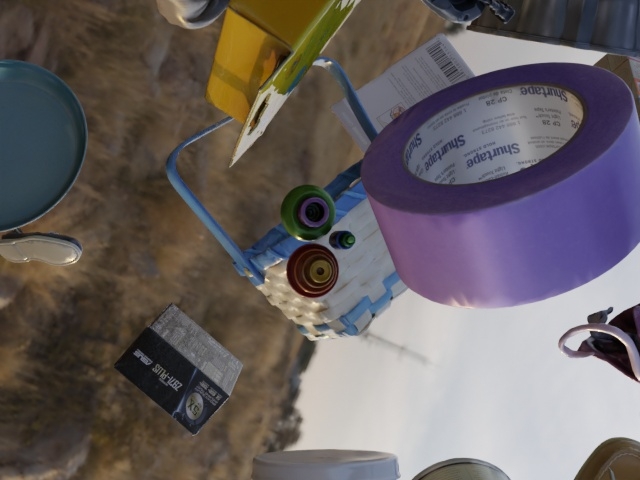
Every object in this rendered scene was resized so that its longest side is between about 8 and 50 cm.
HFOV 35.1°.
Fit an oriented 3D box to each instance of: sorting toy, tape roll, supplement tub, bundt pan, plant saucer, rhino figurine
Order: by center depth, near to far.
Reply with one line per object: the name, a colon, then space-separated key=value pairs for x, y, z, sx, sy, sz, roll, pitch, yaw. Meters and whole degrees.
tape roll: x=0.128 y=-0.043 z=0.698 sx=0.189 sy=0.189 sz=0.080 roll=-67 pitch=141 yaw=-49
sorting toy: x=0.000 y=0.000 z=0.889 sx=0.042 sy=0.061 sz=0.102 roll=175 pitch=-89 yaw=-74
rhino figurine: x=-0.161 y=-0.315 z=1.139 sx=0.106 sy=0.073 sz=0.243 roll=-36 pitch=161 yaw=3
supplement tub: x=0.007 y=0.381 z=1.140 sx=0.191 sy=0.191 sz=0.272 roll=113 pitch=-23 yaw=-83
bundt pan: x=0.404 y=-0.368 z=1.600 sx=0.331 sy=0.331 sz=0.124 roll=-67 pitch=166 yaw=-75
plant saucer: x=-0.549 y=-0.157 z=1.721 sx=0.043 sy=0.318 sz=0.317 roll=80 pitch=31 yaw=-72

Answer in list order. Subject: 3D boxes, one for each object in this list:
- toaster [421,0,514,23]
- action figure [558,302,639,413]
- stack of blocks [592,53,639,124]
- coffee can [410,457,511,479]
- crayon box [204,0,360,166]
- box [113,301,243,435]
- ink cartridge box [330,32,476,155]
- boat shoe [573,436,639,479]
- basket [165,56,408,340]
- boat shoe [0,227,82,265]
toaster: x=0.088 y=-0.288 z=0.853 sx=0.129 sy=0.146 sz=0.227 roll=-45 pitch=143 yaw=8
action figure: x=0.637 y=0.267 z=1.778 sx=0.276 sy=0.370 sz=0.248 roll=-16 pitch=170 yaw=-41
stack of blocks: x=0.587 y=-0.187 z=1.751 sx=0.087 sy=0.171 sz=0.297 roll=-43 pitch=-137 yaw=49
coffee can: x=0.222 y=0.448 z=1.376 sx=0.275 sy=0.201 sz=0.201 roll=-117 pitch=-132 yaw=-72
crayon box: x=-0.021 y=-0.247 z=1.060 sx=0.318 sy=0.081 sz=0.202 roll=-56 pitch=-179 yaw=-23
box: x=-0.197 y=0.177 z=1.435 sx=0.077 sy=0.147 sz=0.180 roll=-49 pitch=-176 yaw=7
ink cartridge box: x=0.203 y=-0.192 z=1.856 sx=0.261 sy=0.296 sz=0.066 roll=-34 pitch=172 yaw=-9
boat shoe: x=0.269 y=0.324 z=0.970 sx=0.089 sy=0.105 sz=0.285 roll=77 pitch=33 yaw=-70
basket: x=-0.009 y=-0.040 z=1.175 sx=0.255 sy=0.289 sz=0.201 roll=-36 pitch=-169 yaw=-24
boat shoe: x=-0.515 y=0.000 z=1.879 sx=0.065 sy=0.206 sz=0.075 roll=-61 pitch=137 yaw=-37
